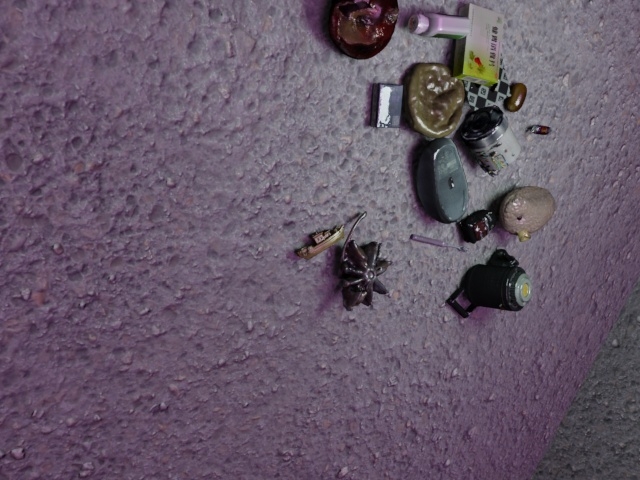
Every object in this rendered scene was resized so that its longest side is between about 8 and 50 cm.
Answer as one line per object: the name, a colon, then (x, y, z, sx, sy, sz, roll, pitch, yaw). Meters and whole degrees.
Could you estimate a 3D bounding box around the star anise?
star anise: (0.164, 0.108, 1.810, 0.316, 0.139, 0.359, 43, 69, -41)

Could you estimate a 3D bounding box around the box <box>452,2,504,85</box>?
box: (0.598, -0.736, 1.740, 0.175, 0.062, 0.260, 3, 93, -25)

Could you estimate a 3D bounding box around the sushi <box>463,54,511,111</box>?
sushi: (0.635, -0.650, 1.826, 0.220, 0.047, 0.231, -24, 104, -20)

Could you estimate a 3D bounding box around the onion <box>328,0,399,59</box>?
onion: (0.157, -0.713, 1.463, 0.272, 0.195, 0.271, -18, 121, -32)

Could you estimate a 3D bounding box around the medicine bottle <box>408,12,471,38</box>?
medicine bottle: (0.416, -0.761, 1.633, 0.219, 0.115, 0.077, -8, 112, -26)

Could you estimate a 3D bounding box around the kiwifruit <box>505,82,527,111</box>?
kiwifruit: (0.829, -0.605, 1.947, 0.075, 0.075, 0.124, 13, 97, -32)

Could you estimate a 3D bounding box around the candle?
candle: (0.718, -0.384, 1.900, 0.187, 0.187, 0.330, -51, 125, -4)

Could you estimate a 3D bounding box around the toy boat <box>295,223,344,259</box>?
toy boat: (0.000, 0.000, 1.709, 0.206, 0.064, 0.072, -33, 102, -17)

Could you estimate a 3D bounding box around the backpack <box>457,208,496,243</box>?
backpack: (0.706, -0.068, 2.047, 0.165, 0.106, 0.120, -35, 116, -10)

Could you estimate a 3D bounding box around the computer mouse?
computer mouse: (0.491, -0.242, 1.861, 0.203, 0.114, 0.373, -30, 119, -20)

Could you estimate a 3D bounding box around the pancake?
pancake: (0.427, -0.529, 1.727, 0.295, 0.049, 0.294, -1, 92, -24)

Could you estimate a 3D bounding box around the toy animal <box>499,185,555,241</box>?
toy animal: (0.940, -0.134, 2.107, 0.359, 0.188, 0.226, -9, 122, -27)

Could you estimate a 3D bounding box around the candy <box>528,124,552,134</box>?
candy: (1.002, -0.502, 2.098, 0.175, 0.043, 0.045, -4, 112, -32)

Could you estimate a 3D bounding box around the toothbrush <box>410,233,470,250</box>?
toothbrush: (0.535, 0.013, 2.027, 0.354, 0.029, 0.024, 12, 88, -31)

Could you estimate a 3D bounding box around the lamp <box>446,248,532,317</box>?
lamp: (0.813, 0.223, 2.112, 0.205, 0.272, 0.374, 41, 85, -32)

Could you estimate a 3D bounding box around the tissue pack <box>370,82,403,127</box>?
tissue pack: (0.242, -0.489, 1.674, 0.113, 0.051, 0.156, -7, 110, -30)
